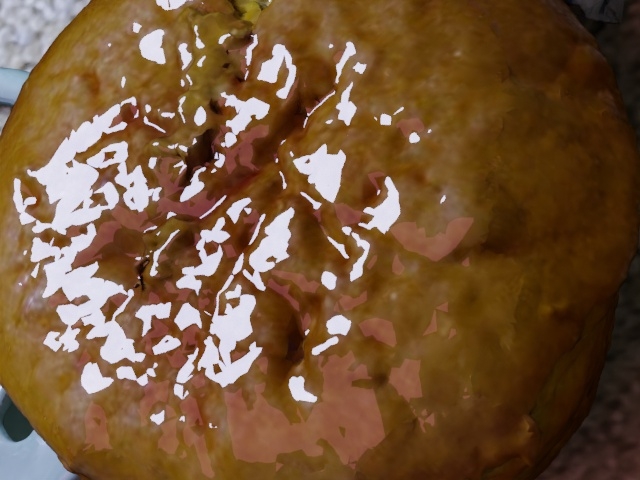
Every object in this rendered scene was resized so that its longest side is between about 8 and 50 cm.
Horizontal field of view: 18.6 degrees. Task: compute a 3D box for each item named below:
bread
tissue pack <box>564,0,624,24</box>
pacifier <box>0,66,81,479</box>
[{"bbox_3d":[-0.004,-0.004,0.884,0.312,0.172,0.312,-6,72,19],"label":"bread"},{"bbox_3d":[0.085,-0.174,0.914,0.148,0.060,0.109,23,105,31],"label":"tissue pack"},{"bbox_3d":[-0.254,0.013,1.039,0.343,0.269,0.288,9,75,29],"label":"pacifier"}]
